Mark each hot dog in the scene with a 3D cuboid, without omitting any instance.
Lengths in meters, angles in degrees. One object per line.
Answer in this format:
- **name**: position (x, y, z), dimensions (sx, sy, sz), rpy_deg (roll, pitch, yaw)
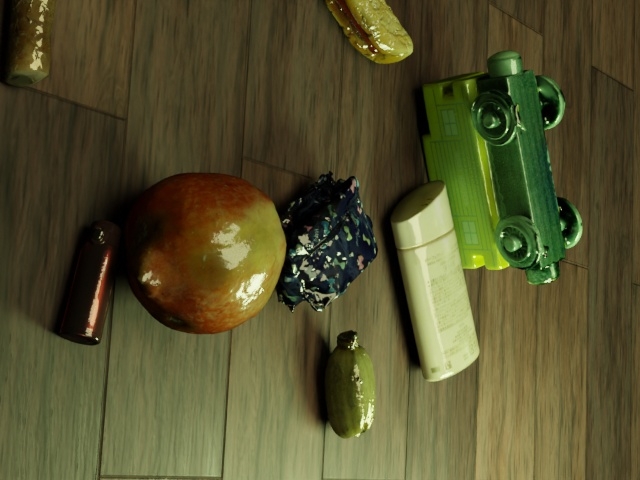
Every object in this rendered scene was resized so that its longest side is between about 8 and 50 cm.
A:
- **hot dog**: position (0.075, -0.392, 2.180), dimensions (0.242, 0.084, 0.073), rpy_deg (51, 53, -37)

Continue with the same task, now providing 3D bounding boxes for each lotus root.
- **lotus root**: position (0.047, 0.241, 2.083), dimensions (0.090, 0.077, 0.183), rpy_deg (-13, 100, -59)

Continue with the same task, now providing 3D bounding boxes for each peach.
- **peach**: position (-0.172, 0.022, 1.706), dimensions (0.256, 0.232, 0.232), rpy_deg (-28, 108, -48)

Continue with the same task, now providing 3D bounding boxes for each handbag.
- **handbag**: position (0.000, 0.000, 2.021), dimensions (0.260, 0.113, 0.162), rpy_deg (-47, 129, -46)

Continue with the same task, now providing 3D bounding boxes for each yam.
- **yam**: position (-0.368, -0.345, 1.616), dimensions (0.066, 0.066, 0.300), rpy_deg (21, 72, -50)

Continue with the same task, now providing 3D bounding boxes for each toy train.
- **toy train**: position (0.332, -0.131, 2.335), dimensions (0.179, 0.272, 0.442), rpy_deg (-20, 104, -38)

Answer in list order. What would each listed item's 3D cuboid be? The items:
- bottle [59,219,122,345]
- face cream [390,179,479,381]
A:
- **bottle**: position (-0.304, 0.054, 1.661), dimensions (0.060, 0.060, 0.164), rpy_deg (32, 61, -46)
- **face cream**: position (0.212, 0.073, 2.312), dimensions (0.173, 0.081, 0.349), rpy_deg (-27, 108, -51)
